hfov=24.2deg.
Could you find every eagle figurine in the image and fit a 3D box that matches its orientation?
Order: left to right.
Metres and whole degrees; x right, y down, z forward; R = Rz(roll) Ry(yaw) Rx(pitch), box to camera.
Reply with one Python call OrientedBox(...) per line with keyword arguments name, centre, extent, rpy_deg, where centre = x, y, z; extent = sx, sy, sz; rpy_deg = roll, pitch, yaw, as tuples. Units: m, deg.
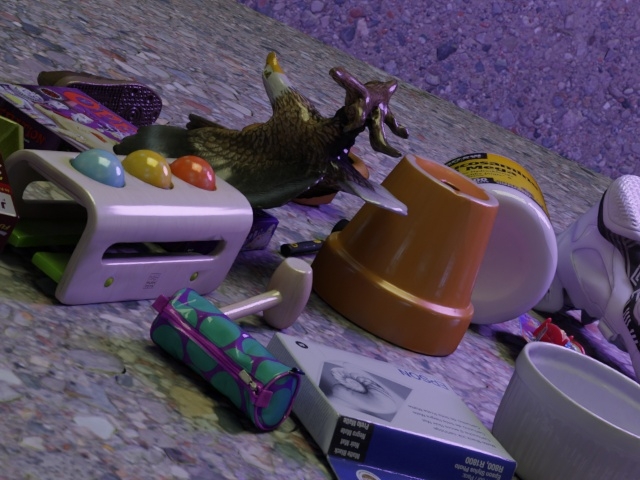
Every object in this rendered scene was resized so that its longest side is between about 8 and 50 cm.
OrientedBox(name="eagle figurine", centre=(-0.052, -0.109, 1.730), extent=(0.226, 0.298, 0.225), rpy_deg=(48, 27, -37))

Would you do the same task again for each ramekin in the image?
OrientedBox(name="ramekin", centre=(0.279, 0.206, 1.575), extent=(0.207, 0.109, 0.207), rpy_deg=(26, 14, -7))

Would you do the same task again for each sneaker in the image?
OrientedBox(name="sneaker", centre=(-0.298, -0.203, 2.027), extent=(0.188, 0.066, 0.071), rpy_deg=(10, 22, -49))
OrientedBox(name="sneaker", centre=(0.424, 0.103, 2.132), extent=(0.137, 0.210, 0.366), rpy_deg=(17, 53, -33))

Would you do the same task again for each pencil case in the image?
OrientedBox(name="pencil case", centre=(-0.087, 0.106, 1.364), extent=(0.152, 0.064, 0.070), rpy_deg=(35, -3, 28))

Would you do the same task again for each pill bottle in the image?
OrientedBox(name="pill bottle", centre=(0.223, -0.018, 2.070), extent=(0.188, 0.188, 0.334), rpy_deg=(26, 15, -3))

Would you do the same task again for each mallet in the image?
OrientedBox(name="mallet", centre=(0.000, 0.000, 1.932), extent=(0.062, 0.039, 0.190), rpy_deg=(38, 22, 31))

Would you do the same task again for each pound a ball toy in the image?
OrientedBox(name="pound a ball toy", centre=(-0.151, -0.008, 1.500), extent=(0.208, 0.136, 0.319), rpy_deg=(34, 17, 25))

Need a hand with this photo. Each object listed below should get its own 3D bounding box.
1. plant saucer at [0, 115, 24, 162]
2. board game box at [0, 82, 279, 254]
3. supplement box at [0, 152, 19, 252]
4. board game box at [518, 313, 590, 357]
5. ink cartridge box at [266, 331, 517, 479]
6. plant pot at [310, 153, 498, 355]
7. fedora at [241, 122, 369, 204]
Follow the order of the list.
OrientedBox(name="plant saucer", centre=(-0.408, -0.110, 1.570), extent=(0.188, 0.045, 0.188), rpy_deg=(21, 16, -19))
OrientedBox(name="board game box", centre=(-0.237, -0.090, 1.800), extent=(0.347, 0.056, 0.208), rpy_deg=(33, 12, 20))
OrientedBox(name="supplement box", centre=(-0.372, -0.083, 1.390), extent=(0.130, 0.073, 0.239), rpy_deg=(14, 34, -34))
OrientedBox(name="board game box", centre=(0.318, 0.137, 1.947), extent=(0.133, 0.033, 0.168), rpy_deg=(42, 14, -5))
OrientedBox(name="ink cartridge box", centre=(0.076, 0.180, 1.431), extent=(0.223, 0.045, 0.224), rpy_deg=(18, 18, -32))
OrientedBox(name="plant pot", centre=(0.115, 0.006, 1.803), extent=(0.205, 0.188, 0.205), rpy_deg=(25, 15, -7))
OrientedBox(name="fedora", centre=(-0.029, -0.103, 2.133), extent=(0.194, 0.079, 0.194), rpy_deg=(19, 16, -6))
